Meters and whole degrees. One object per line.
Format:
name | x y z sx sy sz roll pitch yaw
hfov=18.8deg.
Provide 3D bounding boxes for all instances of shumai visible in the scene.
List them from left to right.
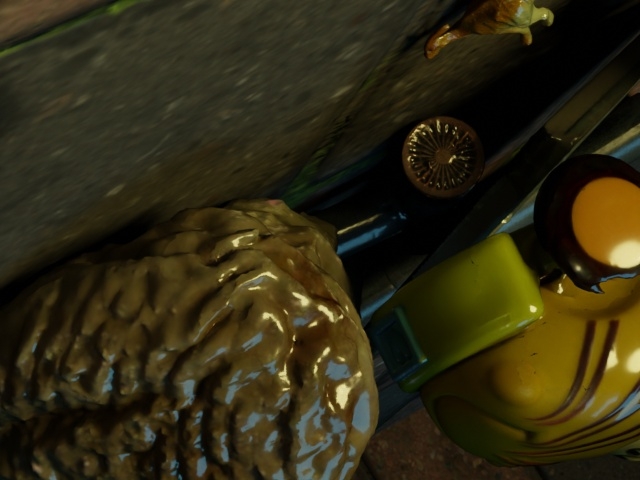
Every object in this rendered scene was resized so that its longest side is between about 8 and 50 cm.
shumai | -0.058 0.051 0.901 0.206 0.166 0.175 -23 -158 27

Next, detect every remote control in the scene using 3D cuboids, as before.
remote control | 0.066 0.015 1.312 0.377 0.044 0.107 -32 174 2

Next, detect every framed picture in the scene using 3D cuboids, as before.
framed picture | 0.119 -0.033 1.099 0.189 0.023 0.260 -42 173 -39

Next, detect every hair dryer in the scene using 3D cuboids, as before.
hair dryer | -0.005 0.005 1.070 0.195 0.050 0.173 -26 169 -5

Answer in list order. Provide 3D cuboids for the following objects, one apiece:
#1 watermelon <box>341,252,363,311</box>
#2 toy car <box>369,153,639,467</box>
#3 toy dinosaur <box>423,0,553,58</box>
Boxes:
watermelon | -0.026 0.038 1.166 0.155 0.080 0.101 -50 -166 57
toy car | 0.154 0.034 0.919 0.248 0.142 0.200 -25 172 -17
toy dinosaur | 0.088 -0.105 0.819 0.113 0.026 0.041 -30 161 38
